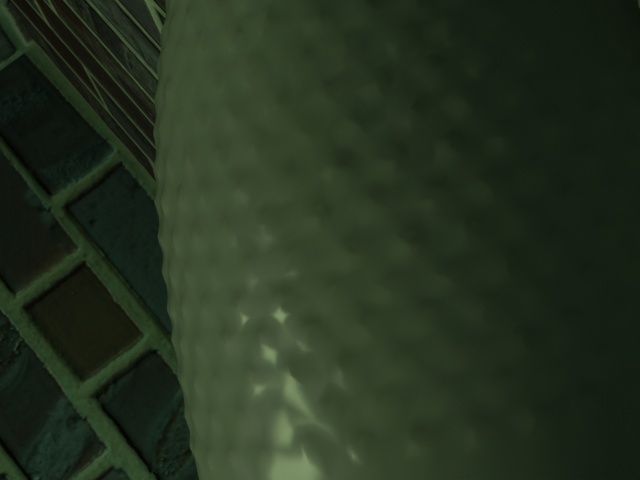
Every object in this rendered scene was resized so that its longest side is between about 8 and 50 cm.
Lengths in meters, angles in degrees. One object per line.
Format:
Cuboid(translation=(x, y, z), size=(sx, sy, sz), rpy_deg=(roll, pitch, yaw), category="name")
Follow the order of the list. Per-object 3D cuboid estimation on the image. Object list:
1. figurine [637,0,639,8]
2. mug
Cuboid(translation=(0.146, -0.145, 0.586), size=(0.209, 0.092, 0.215), rpy_deg=(53, 173, -38), category="figurine")
Cuboid(translation=(0.026, -0.024, 0.944), size=(0.374, 0.276, 0.328), rpy_deg=(-7, 94, 57), category="mug")
